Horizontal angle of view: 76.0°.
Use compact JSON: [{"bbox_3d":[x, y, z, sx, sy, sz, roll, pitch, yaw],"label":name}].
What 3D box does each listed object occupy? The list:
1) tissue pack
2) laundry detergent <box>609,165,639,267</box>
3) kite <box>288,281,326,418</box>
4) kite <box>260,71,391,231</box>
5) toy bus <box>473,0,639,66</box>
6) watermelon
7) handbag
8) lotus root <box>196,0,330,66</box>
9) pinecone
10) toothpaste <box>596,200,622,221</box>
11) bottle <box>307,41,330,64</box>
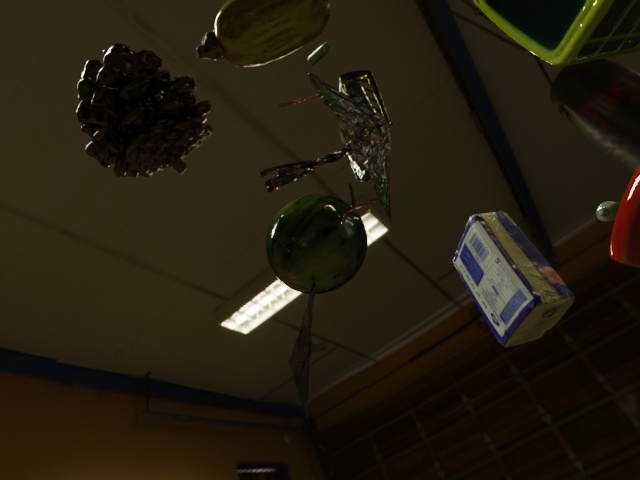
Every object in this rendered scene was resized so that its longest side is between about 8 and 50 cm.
[{"bbox_3d":[0.447,0.087,0.979,0.137,0.270,0.209,-13,-41,-9],"label":"tissue pack"},{"bbox_3d":[0.387,-0.051,0.459,0.097,0.049,0.166,0,-71,-13],"label":"laundry detergent"},{"bbox_3d":[-0.014,0.181,0.689,0.012,0.230,0.250,3,-8,11],"label":"kite"},{"bbox_3d":[0.023,-0.096,0.464,0.006,0.198,0.244,-19,14,45],"label":"kite"},{"bbox_3d":[0.274,-0.241,0.337,0.261,0.128,0.150,-18,-31,-23],"label":"toy bus"},{"bbox_3d":[0.000,0.000,0.779,0.214,0.187,0.188,-44,-29,-31],"label":"watermelon"},{"bbox_3d":[0.172,-0.443,1.628,0.162,0.327,0.325,-12,-36,-5],"label":"handbag"},{"bbox_3d":[-0.143,-0.522,0.993,0.342,0.152,0.169,-19,-40,12],"label":"lotus root"},{"bbox_3d":[-0.349,-0.238,0.796,0.244,0.257,0.243,-55,-11,-16],"label":"pinecone"},{"bbox_3d":[0.539,-0.052,0.730,0.197,0.035,0.057,-4,-22,-36],"label":"toothpaste"},{"bbox_3d":[-0.004,-0.543,1.192,0.030,0.031,0.083,9,-14,-34],"label":"bottle"}]
